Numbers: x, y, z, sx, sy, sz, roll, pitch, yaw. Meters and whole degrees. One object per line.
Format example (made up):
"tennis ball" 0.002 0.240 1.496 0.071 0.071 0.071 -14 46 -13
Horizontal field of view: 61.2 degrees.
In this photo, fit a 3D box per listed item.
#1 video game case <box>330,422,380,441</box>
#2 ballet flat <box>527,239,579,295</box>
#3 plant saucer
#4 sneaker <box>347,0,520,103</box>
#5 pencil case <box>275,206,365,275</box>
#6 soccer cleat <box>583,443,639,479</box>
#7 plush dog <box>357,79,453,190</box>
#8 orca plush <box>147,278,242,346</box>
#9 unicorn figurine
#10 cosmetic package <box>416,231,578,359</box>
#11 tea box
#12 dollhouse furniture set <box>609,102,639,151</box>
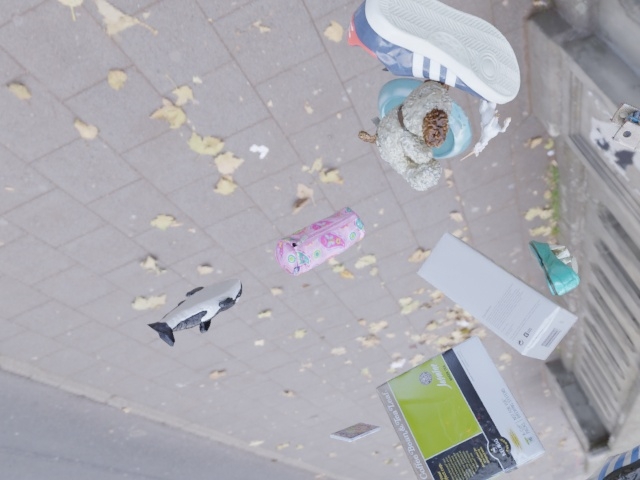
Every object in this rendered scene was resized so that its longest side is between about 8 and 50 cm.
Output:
"video game case" 0.101 0.555 1.570 0.122 0.011 0.087 -5 177 -39
"ballet flat" 0.595 0.058 1.366 0.087 0.247 0.083 -23 109 16
"plant saucer" 0.301 -0.352 1.631 0.043 0.318 0.317 -55 149 -19
"sneaker" 0.207 -0.343 0.996 0.350 0.131 0.148 22 164 -24
"pencil case" 0.000 0.000 1.615 0.284 0.124 0.124 -26 151 -31
"soccer cleat" 0.708 0.478 1.169 0.332 0.115 0.143 -22 167 -10
"plush dog" 0.232 -0.288 1.314 0.211 0.262 0.225 19 143 -18
"orca plush" -0.298 0.200 1.384 0.151 0.287 0.102 0 111 21
"unicorn figurine" 0.370 -0.262 1.190 0.060 0.161 0.111 16 161 -5
"cosmetic package" 0.466 0.146 1.454 0.197 0.365 0.155 20 106 -51
"tea box" 0.379 0.494 1.480 0.324 0.328 0.220 -29 150 7
"dollhouse furniture set" 0.901 -0.351 1.466 0.129 0.129 0.183 24 133 5
